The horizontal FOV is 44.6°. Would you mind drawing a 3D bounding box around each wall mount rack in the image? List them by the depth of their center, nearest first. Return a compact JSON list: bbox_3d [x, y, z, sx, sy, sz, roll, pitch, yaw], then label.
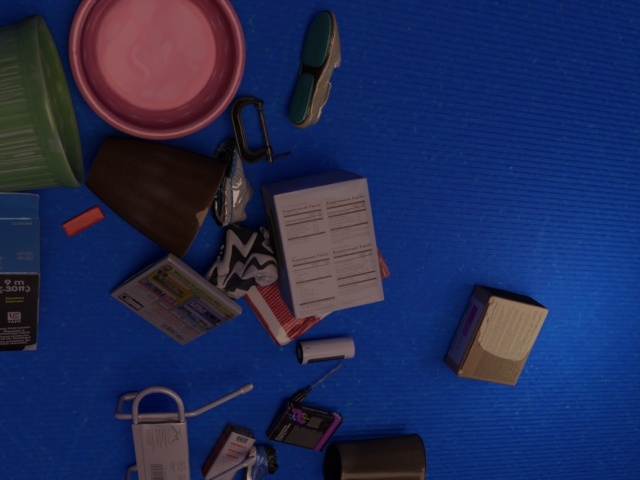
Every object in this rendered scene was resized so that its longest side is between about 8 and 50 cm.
[{"bbox_3d":[-0.303,0.454,1.779,0.304,0.130,0.350,-1,111,-3],"label":"wall mount rack"}]

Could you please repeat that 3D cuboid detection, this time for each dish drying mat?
[{"bbox_3d":[-0.487,-0.040,1.605,0.083,0.008,0.032,-30,117,-7],"label":"dish drying mat"}]

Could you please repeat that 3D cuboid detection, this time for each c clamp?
[{"bbox_3d":[-0.133,-0.231,1.643,0.137,0.022,0.160,-34,119,-38],"label":"c clamp"}]

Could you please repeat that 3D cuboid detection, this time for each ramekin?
[{"bbox_3d":[-0.524,-0.228,1.359,0.148,0.303,0.303,-12,114,-9],"label":"ramekin"}]

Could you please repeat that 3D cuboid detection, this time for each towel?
[{"bbox_3d":[-0.018,0.076,1.817,0.329,0.037,0.237,-34,117,-6],"label":"towel"}]

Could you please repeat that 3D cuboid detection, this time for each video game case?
[{"bbox_3d":[-0.308,0.130,1.676,0.193,0.023,0.212,-30,124,31],"label":"video game case"}]

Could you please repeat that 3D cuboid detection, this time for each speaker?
[{"bbox_3d":[0.013,0.265,1.891,0.136,0.055,0.055,-4,111,-20],"label":"speaker"}]

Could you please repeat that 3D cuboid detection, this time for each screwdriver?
[{"bbox_3d":[-0.013,0.355,1.938,0.170,0.025,0.024,-40,118,-7],"label":"screwdriver"}]

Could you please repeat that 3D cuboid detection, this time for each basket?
[{"bbox_3d":[0.134,0.594,2.017,0.227,0.154,0.204,7,106,-19],"label":"basket"}]

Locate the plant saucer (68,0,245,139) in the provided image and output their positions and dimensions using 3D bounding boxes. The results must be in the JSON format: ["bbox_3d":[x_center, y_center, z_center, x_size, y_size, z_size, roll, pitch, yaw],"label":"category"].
[{"bbox_3d":[-0.314,-0.364,1.503,0.332,0.084,0.332,-8,114,-19],"label":"plant saucer"}]

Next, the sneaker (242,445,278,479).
[{"bbox_3d":[-0.147,0.584,1.951,0.085,0.058,0.152,6,102,-14],"label":"sneaker"}]

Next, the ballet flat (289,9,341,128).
[{"bbox_3d":[-0.003,-0.355,1.639,0.086,0.086,0.248,12,107,-25],"label":"ballet flat"}]

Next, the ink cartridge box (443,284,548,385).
[{"bbox_3d":[0.457,0.250,2.039,0.193,0.088,0.234,15,105,-24],"label":"ink cartridge box"}]

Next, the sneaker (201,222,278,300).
[{"bbox_3d":[-0.198,0.041,1.710,0.235,0.153,0.094,-25,144,32],"label":"sneaker"}]

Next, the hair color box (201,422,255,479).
[{"bbox_3d":[-0.225,0.523,1.905,0.072,0.043,0.141,27,99,-27],"label":"hair color box"}]

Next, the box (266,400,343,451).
[{"bbox_3d":[-0.039,0.465,1.951,0.162,0.029,0.116,20,115,-28],"label":"box"}]

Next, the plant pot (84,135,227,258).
[{"bbox_3d":[-0.335,-0.109,1.542,0.230,0.215,0.215,26,99,-13],"label":"plant pot"}]

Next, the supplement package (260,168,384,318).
[{"bbox_3d":[0.000,0.000,1.668,0.198,0.199,0.262,-12,103,-10],"label":"supplement package"}]

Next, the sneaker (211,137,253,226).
[{"bbox_3d":[-0.182,-0.126,1.666,0.083,0.071,0.190,-8,114,-39],"label":"sneaker"}]

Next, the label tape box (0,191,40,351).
[{"bbox_3d":[-0.654,0.067,1.450,0.249,0.115,0.347,1,137,-21],"label":"label tape box"}]
